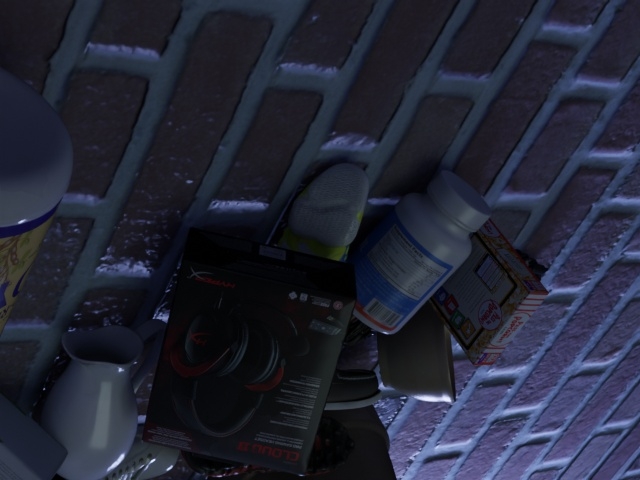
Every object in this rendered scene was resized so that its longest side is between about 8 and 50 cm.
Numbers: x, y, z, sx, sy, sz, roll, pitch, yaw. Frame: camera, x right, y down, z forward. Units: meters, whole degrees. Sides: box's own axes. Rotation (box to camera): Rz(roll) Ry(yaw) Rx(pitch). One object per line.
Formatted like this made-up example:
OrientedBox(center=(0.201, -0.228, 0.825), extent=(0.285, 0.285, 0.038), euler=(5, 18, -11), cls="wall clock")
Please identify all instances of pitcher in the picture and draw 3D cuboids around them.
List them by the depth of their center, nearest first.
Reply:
OrientedBox(center=(-0.278, 0.204, 1.589), extent=(0.177, 0.125, 0.207), euler=(-17, 132, -47), cls="pitcher")

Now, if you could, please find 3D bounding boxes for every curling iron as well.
OrientedBox(center=(0.111, 0.056, 1.776), extent=(0.068, 0.035, 0.274), euler=(8, 128, -48), cls="curling iron")

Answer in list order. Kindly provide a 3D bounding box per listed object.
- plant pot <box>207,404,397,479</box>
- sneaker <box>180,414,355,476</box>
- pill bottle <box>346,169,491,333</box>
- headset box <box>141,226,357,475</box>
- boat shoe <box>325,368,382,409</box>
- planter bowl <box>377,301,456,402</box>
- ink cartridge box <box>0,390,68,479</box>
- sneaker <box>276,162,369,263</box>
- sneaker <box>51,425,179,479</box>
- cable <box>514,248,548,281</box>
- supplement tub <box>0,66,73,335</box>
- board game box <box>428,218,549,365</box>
OrientedBox(center=(0.015, 0.455, 1.960), extent=(0.323, 0.280, 0.323), euler=(-22, 142, -18), cls="plant pot")
OrientedBox(center=(-0.089, 0.306, 1.827), extent=(0.276, 0.098, 0.135), euler=(3, 171, -24), cls="sneaker")
OrientedBox(center=(0.129, 0.013, 1.664), extent=(0.221, 0.124, 0.124), euler=(-48, 142, 19), cls="pill bottle")
OrientedBox(center=(-0.094, 0.155, 1.528), extent=(0.218, 0.110, 0.293), euler=(14, 113, -6), cls="headset box")
OrientedBox(center=(-0.032, 0.205, 1.779), extent=(0.305, 0.109, 0.091), euler=(1, 87, -37), cls="boat shoe")
OrientedBox(center=(0.145, 0.173, 1.854), extent=(0.109, 0.162, 0.162), euler=(-7, 144, 8), cls="planter bowl")
OrientedBox(center=(-0.452, 0.300, 1.510), extent=(0.219, 0.160, 0.092), euler=(-44, -174, 16), cls="ink cartridge box")
OrientedBox(center=(0.000, 0.000, 1.604), extent=(0.240, 0.091, 0.126), euler=(-60, 169, 15), cls="sneaker")
OrientedBox(center=(-0.311, 0.336, 1.703), extent=(0.290, 0.123, 0.106), euler=(6, 127, -43), cls="sneaker")
OrientedBox(center=(0.277, 0.094, 1.939), extent=(0.150, 0.047, 0.184), euler=(14, 124, -46), cls="cable")
OrientedBox(center=(-0.397, 0.004, 1.146), extent=(0.241, 0.241, 0.331), euler=(2, 132, -39), cls="supplement tub")
OrientedBox(center=(0.220, 0.059, 1.728), extent=(0.045, 0.193, 0.147), euler=(5, 130, -41), cls="board game box")
